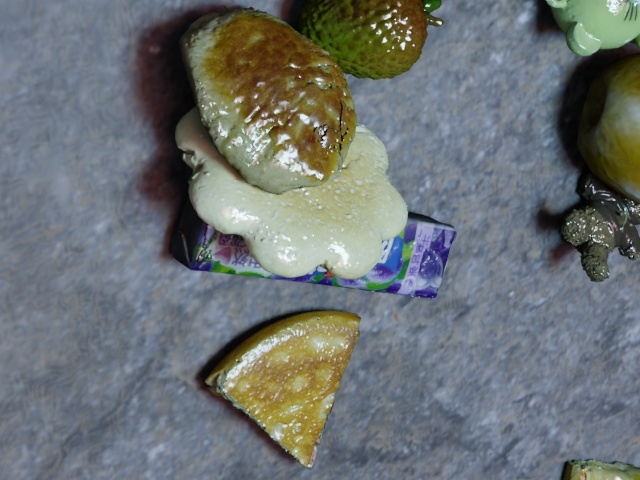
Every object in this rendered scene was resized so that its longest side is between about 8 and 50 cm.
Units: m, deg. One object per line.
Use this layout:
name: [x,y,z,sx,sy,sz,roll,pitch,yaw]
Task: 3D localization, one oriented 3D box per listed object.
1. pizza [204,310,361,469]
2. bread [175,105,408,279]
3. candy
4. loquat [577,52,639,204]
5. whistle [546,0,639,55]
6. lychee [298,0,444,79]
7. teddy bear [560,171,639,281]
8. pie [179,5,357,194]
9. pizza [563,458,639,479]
pizza: [-0.021,0.155,1.394,0.184,0.036,0.176,-33,122,-24]
bread: [-0.016,-0.048,1.271,0.250,0.039,0.182,5,57,-36]
candy: [0.000,0.000,1.345,0.312,0.061,0.088,8,102,-35]
loquat: [0.400,-0.119,1.504,0.227,0.179,0.179,17,94,-19]
whistle: [0.361,-0.272,1.471,0.288,0.106,0.131,-7,83,-28]
lychee: [0.051,-0.212,1.286,0.146,0.114,0.114,-8,110,-12]
teddy bear: [0.327,-0.017,1.559,0.160,0.078,0.119,-38,101,-38]
pie: [-0.047,-0.129,1.220,0.193,0.079,0.163,42,53,-16]
pizza: [0.389,0.350,1.704,0.188,0.080,0.204,-30,117,-24]
